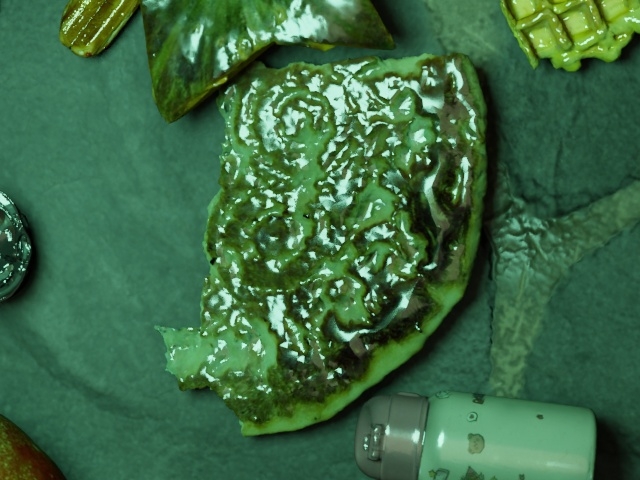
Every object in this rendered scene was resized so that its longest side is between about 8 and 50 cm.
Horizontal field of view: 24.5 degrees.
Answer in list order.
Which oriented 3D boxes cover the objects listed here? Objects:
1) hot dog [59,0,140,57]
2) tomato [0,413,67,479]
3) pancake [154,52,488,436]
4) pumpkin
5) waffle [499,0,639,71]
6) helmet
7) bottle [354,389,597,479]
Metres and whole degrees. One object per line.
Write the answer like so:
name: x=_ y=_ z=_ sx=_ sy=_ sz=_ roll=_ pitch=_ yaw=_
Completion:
hot dog: x=-0.213 y=-0.251 z=1.503 sx=0.062 sy=0.038 sz=0.144 roll=36 pitch=94 yaw=1
tomato: x=-0.378 y=0.308 z=1.456 sx=0.303 sy=0.239 sz=0.303 roll=-2 pitch=82 yaw=12
pancake: x=0.005 y=0.001 z=1.489 sx=0.305 sy=0.067 sz=0.427 roll=15 pitch=96 yaw=14
pumpkin: x=-0.071 y=-0.288 z=1.440 sx=0.258 sy=0.095 sz=0.290 roll=-15 pitch=84 yaw=9
waffle: x=0.266 y=-0.292 z=1.431 sx=0.219 sy=0.057 sz=0.229 roll=-27 pitch=90 yaw=8
helmet: x=-0.341 y=0.006 z=1.517 sx=0.098 sy=0.070 sz=0.123 roll=-14 pitch=85 yaw=2
bottle: x=0.150 y=0.205 z=1.449 sx=0.233 sy=0.110 sz=0.110 roll=6 pitch=94 yaw=7
